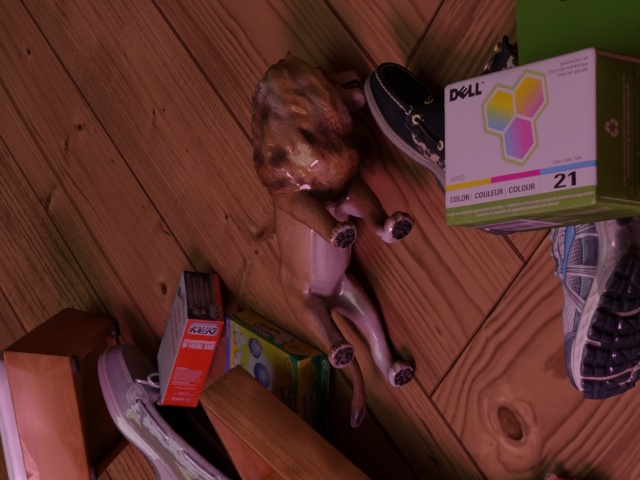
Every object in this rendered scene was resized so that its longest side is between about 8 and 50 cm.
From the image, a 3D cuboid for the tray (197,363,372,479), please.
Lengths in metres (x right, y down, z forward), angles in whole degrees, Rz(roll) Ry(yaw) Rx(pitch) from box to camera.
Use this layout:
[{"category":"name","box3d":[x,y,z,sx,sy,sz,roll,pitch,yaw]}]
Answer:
[{"category":"tray","box3d":[0.028,0.325,1.860,0.411,0.076,0.202,37,159,41]}]

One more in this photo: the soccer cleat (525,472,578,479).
[{"category":"soccer cleat","box3d":[0.218,0.309,1.679,0.095,0.083,0.248,53,143,-11]}]

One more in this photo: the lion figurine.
[{"category":"lion figurine","box3d":[0.000,0.000,1.790,0.240,0.142,0.392,45,140,44]}]

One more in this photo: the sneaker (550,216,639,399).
[{"category":"sneaker","box3d":[0.267,0.007,1.484,0.122,0.110,0.283,32,121,58]}]

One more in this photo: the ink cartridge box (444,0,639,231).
[{"category":"ink cartridge box","box3d":[0.201,-0.143,1.381,0.189,0.097,0.255,-9,79,53]}]

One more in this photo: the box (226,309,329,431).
[{"category":"box","box3d":[-0.053,0.168,2.004,0.179,0.043,0.105,25,122,44]}]

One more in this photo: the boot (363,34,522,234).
[{"category":"boot","box3d":[0.153,-0.143,1.581,0.236,0.085,0.178,51,134,28]}]

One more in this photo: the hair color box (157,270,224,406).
[{"category":"hair color box","box3d":[-0.173,0.132,2.113,0.093,0.053,0.167,-101,22,-46]}]

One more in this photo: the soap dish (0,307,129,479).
[{"category":"soap dish","box3d":[-0.358,0.231,2.260,0.118,0.291,0.228,-7,98,9]}]

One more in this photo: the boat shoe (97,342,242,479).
[{"category":"boat shoe","box3d":[-0.195,0.261,2.182,0.103,0.118,0.320,-43,62,16]}]
